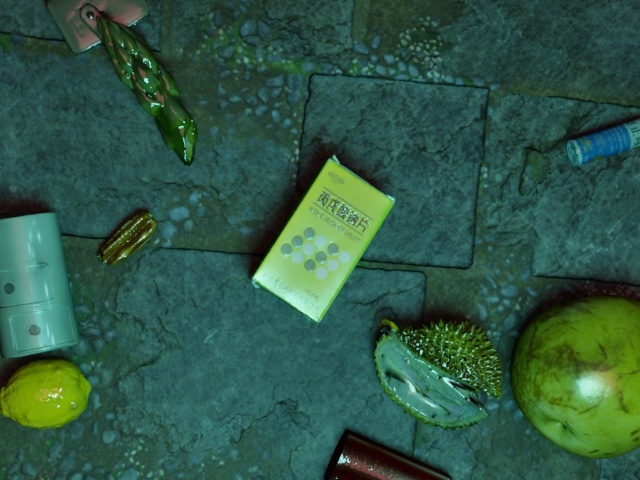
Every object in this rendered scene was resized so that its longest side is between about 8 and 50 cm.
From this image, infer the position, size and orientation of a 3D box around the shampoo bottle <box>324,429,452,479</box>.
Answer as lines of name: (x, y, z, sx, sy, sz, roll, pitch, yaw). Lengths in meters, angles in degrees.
shampoo bottle: (0.143, 0.421, 1.703, 0.260, 0.064, 0.102, 24, 86, -5)

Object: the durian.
durian: (0.196, 0.194, 1.673, 0.237, 0.193, 0.138, 48, 43, -13)

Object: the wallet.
wallet: (-0.376, -0.391, 1.682, 0.152, 0.039, 0.118, -31, 90, -7)

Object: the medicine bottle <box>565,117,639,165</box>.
medicine bottle: (0.532, -0.182, 1.763, 0.191, 0.051, 0.051, -18, 91, -5)

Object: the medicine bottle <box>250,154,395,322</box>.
medicine bottle: (0.000, 0.000, 1.662, 0.137, 0.141, 0.250, 33, 86, -1)

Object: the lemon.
lemon: (-0.451, 0.252, 1.623, 0.155, 0.114, 0.114, -12, 90, -1)

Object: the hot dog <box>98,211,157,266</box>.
hot dog: (-0.326, -0.002, 1.682, 0.122, 0.037, 0.049, -39, 104, 0)

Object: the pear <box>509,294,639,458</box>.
pear: (0.457, 0.221, 1.647, 0.280, 0.281, 0.281, 0, 89, -6)

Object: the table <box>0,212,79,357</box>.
table: (-0.472, 0.073, 1.618, 0.126, 0.126, 0.220, -9, 89, -6)

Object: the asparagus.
asparagus: (-0.282, -0.259, 1.664, 0.080, 0.080, 0.287, -38, 99, -5)
